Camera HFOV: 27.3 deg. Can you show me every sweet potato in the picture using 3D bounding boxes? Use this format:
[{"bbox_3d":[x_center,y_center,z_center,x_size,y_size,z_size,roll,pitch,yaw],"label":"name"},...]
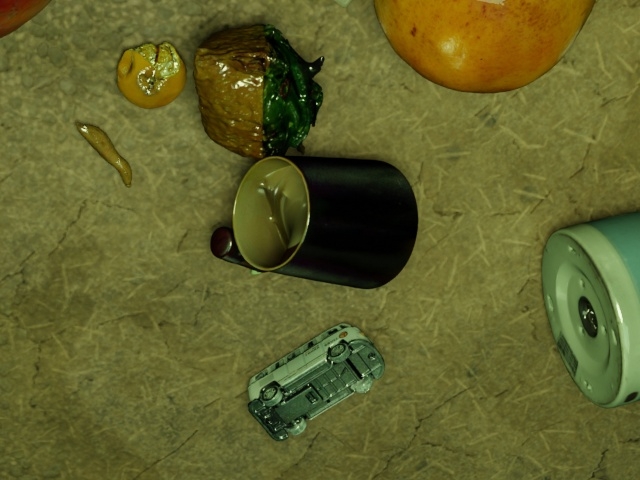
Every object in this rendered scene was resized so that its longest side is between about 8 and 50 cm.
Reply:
[{"bbox_3d":[-0.265,-0.111,1.648,0.026,0.026,0.115,-34,124,8],"label":"sweet potato"}]

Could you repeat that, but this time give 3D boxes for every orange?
[{"bbox_3d":[-0.203,-0.196,1.593,0.086,0.062,0.086,-5,122,-8],"label":"orange"}]

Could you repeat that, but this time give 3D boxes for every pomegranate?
[{"bbox_3d":[0.189,-0.296,1.523,0.264,0.264,0.264,-5,119,-9],"label":"pomegranate"}]

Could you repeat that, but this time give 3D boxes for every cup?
[{"bbox_3d":[-0.017,0.000,1.651,0.177,0.166,0.239,5,134,-44],"label":"cup"}]

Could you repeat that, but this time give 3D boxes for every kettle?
[{"bbox_3d":[0.502,0.083,1.824,0.342,0.247,0.319,-14,152,-13],"label":"kettle"}]

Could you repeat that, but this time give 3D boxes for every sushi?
[{"bbox_3d":[-0.071,-0.191,1.570,0.140,0.149,0.287,15,156,6],"label":"sushi"}]

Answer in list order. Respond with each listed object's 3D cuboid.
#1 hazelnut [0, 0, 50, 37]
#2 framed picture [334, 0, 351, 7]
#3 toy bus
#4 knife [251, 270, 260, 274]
[{"bbox_3d":[-0.388,-0.394,1.304,0.359,0.359,0.409,4,113,-14],"label":"hazelnut"},{"bbox_3d":[-0.023,-0.443,1.517,0.315,0.024,0.232,31,110,-24],"label":"framed picture"},{"bbox_3d":[-0.008,0.188,1.829,0.194,0.089,0.087,-33,121,7],"label":"toy bus"},{"bbox_3d":[0.000,0.000,1.771,0.207,0.014,0.030,-27,119,3],"label":"knife"}]
